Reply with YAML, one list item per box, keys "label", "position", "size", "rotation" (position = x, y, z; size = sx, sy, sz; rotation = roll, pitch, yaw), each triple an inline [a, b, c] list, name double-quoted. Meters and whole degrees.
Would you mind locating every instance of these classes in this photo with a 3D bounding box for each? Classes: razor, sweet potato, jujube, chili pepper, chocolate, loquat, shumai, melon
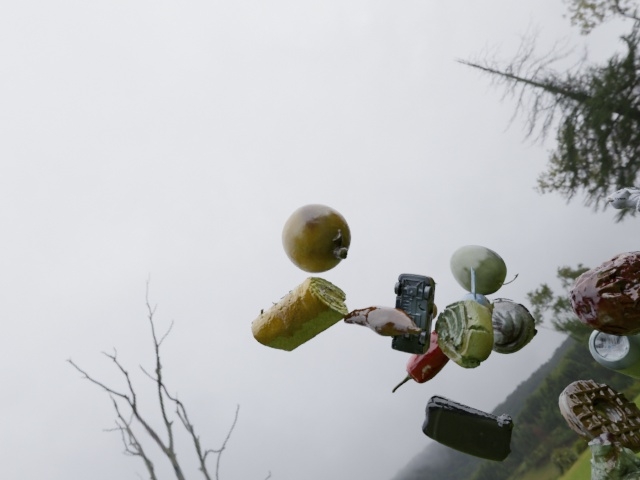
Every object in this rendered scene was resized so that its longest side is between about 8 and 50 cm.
- label: "razor"
  position: [0.597, 0.766, 1.708]
  size: [0.113, 0.349, 0.204]
  rotation: [-19, -65, -60]
- label: "sweet potato"
  position: [0.223, 0.283, 1.469]
  size: [0.112, 0.359, 0.112]
  rotation: [-1, -89, -34]
- label: "jujube"
  position: [1.106, 0.193, 1.521]
  size: [0.377, 0.276, 0.276]
  rotation: [-27, -40, -10]
- label: "chili pepper"
  position: [0.450, 0.565, 1.866]
  size: [0.338, 0.131, 0.134]
  rotation: [-42, -59, -9]
- label: "chocolate"
  position: [0.992, 0.489, 2.278]
  size: [0.213, 0.303, 0.303]
  rotation: [-25, -41, -47]
- label: "loquat"
  position: [0.000, 0.000, 1.923]
  size: [0.329, 0.360, 0.328]
  rotation: [-21, -56, -35]
- label: "shumai"
  position: [1.026, 0.839, 1.500]
  size: [0.271, 0.204, 0.222]
  rotation: [-60, -27, 8]
- label: "melon"
  position: [0.821, 0.153, 2.180]
  size: [0.272, 0.308, 0.271]
  rotation: [-6, -56, -8]

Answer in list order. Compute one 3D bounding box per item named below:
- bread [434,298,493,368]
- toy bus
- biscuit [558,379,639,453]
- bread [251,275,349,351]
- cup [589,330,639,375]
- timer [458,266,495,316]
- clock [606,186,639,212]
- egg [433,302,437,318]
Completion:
- label: "bread"
  position: [0.498, 0.317, 1.437]
  size: [0.186, 0.124, 0.257]
  rotation: [-55, 12, 27]
- label: "toy bus"
  position: [0.354, 0.268, 1.566]
  size: [0.157, 0.140, 0.289]
  rotation: [8, -94, -62]
- label: "biscuit"
  position: [1.155, 0.716, 1.708]
  size: [0.332, 0.332, 0.103]
  rotation: [-19, -47, -37]
- label: "bread"
  position: [-0.092, 0.307, 1.717]
  size: [0.237, 0.165, 0.375]
  rotation: [30, -56, -34]
- label: "cup"
  position: [1.310, 0.472, 1.792]
  size: [0.312, 0.205, 0.205]
  rotation: [20, -73, -30]
- label: "timer"
  position: [0.717, 0.270, 1.898]
  size: [0.175, 0.175, 0.255]
  rotation: [8, -76, -51]
- label: "clock"
  position: [1.149, -0.157, 1.564]
  size: [0.176, 0.117, 0.079]
  rotation: [-16, -65, -43]
- label: "egg"
  position: [0.513, 0.331, 1.975]
  size: [0.080, 0.080, 0.096]
  rotation: [-27, -51, -31]
